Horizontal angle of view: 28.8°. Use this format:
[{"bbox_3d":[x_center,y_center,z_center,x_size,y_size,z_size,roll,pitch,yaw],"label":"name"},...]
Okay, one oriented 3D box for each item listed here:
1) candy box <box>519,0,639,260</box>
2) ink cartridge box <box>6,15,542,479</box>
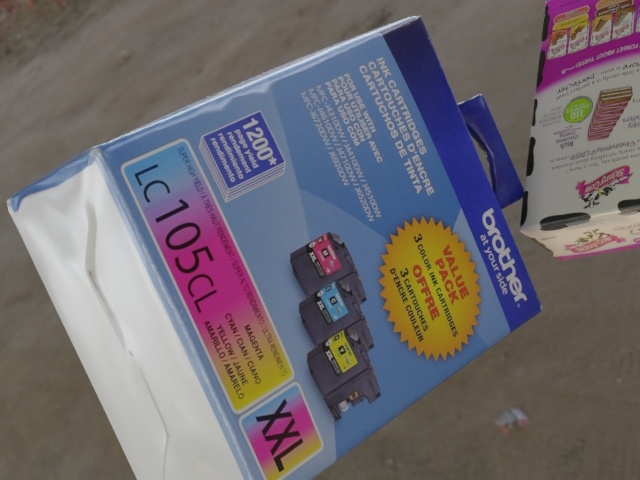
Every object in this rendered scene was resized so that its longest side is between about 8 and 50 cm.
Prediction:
[{"bbox_3d":[0.262,-0.110,1.048,0.159,0.071,0.234,-11,58,42],"label":"candy box"},{"bbox_3d":[0.000,0.000,0.961,0.151,0.270,0.395,-17,10,48],"label":"ink cartridge box"}]
